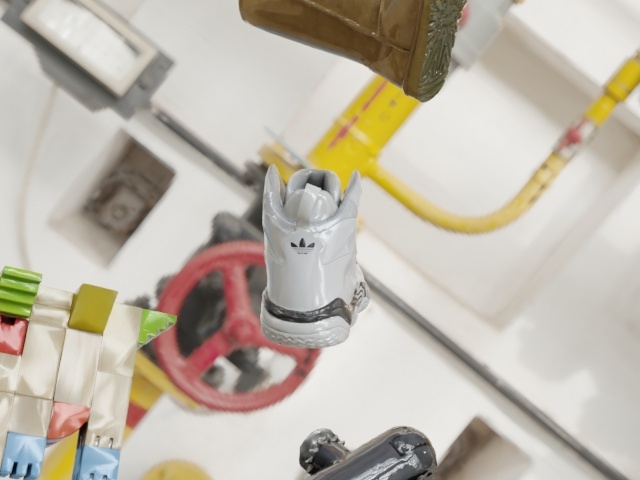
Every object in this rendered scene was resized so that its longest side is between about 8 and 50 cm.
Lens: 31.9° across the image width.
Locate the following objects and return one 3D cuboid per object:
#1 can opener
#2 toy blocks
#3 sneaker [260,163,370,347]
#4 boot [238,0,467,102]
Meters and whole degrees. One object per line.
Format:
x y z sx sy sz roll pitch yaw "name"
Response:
-0.027 0.127 0.425 0.073 0.186 0.059 45 -33 41 "can opener"
-0.393 0.189 1.414 0.381 0.260 0.191 15 -24 -22 "toy blocks"
0.000 0.000 1.491 0.137 0.210 0.366 4 12 5 "sneaker"
0.034 -0.302 1.276 0.269 0.236 0.089 31 37 24 "boot"
